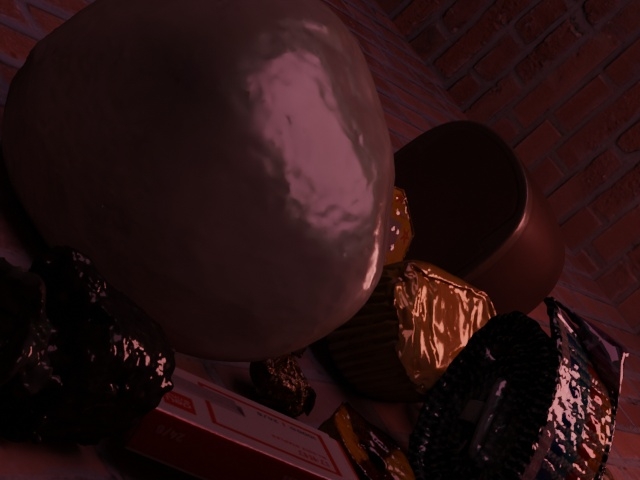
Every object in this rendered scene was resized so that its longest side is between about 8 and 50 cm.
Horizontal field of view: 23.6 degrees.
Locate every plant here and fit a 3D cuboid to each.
[{"bbox_3d":[-0.212,0.085,1.199,0.203,0.131,0.142,44,14,-50],"label":"plant"}]

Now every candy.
[{"bbox_3d":[-0.103,-0.082,1.504,0.186,0.386,0.427,105,-39,-65],"label":"candy"}]

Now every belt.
[{"bbox_3d":[0.234,0.233,1.807,0.160,0.207,0.295,41,57,-31],"label":"belt"}]

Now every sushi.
[{"bbox_3d":[-0.038,0.154,1.635,0.060,0.061,0.118,45,9,38],"label":"sushi"}]

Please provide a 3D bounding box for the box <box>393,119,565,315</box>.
[{"bbox_3d":[0.220,-0.005,2.308,0.216,0.301,0.301,38,18,-47],"label":"box"}]

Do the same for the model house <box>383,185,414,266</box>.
[{"bbox_3d":[0.000,0.000,1.993,0.136,0.207,0.219,14,-7,36],"label":"model house"}]

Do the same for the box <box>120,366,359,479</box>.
[{"bbox_3d":[-0.074,0.179,1.363,0.229,0.050,0.123,26,12,-21],"label":"box"}]

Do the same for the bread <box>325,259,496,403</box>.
[{"bbox_3d":[0.113,0.118,1.930,0.250,0.133,0.179,10,71,-51],"label":"bread"}]

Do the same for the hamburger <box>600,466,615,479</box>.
[{"bbox_3d":[0.294,0.311,2.032,0.285,0.134,0.265,43,12,-44],"label":"hamburger"}]

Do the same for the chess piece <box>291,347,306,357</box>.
[{"bbox_3d":[-0.080,0.043,1.781,0.200,0.090,0.090,36,16,-2],"label":"chess piece"}]

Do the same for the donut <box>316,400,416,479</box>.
[{"bbox_3d":[0.047,0.245,1.650,0.140,0.059,0.140,44,16,-16],"label":"donut"}]
